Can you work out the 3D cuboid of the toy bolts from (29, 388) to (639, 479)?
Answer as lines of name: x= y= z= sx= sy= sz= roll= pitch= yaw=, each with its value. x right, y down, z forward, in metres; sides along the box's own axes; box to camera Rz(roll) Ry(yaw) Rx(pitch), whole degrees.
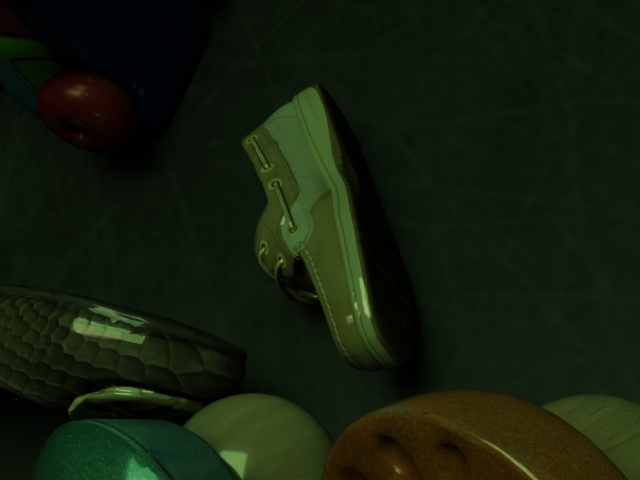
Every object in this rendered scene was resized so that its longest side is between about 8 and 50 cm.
toy bolts: x=-0.004 y=0.128 z=0.435 sx=0.229 sy=0.218 sz=0.158 roll=15 pitch=30 yaw=43

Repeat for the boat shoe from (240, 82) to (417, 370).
boat shoe: x=0.000 y=0.000 z=0.562 sx=0.045 sy=0.050 sz=0.135 roll=-27 pitch=40 yaw=11

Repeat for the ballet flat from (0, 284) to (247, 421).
ballet flat: x=-0.137 y=0.050 z=0.576 sx=0.250 sy=0.084 sz=0.058 roll=2 pitch=70 yaw=30

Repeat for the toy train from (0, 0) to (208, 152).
toy train: x=-0.162 y=-0.137 z=0.608 sx=0.143 sy=0.248 sz=0.105 roll=3 pitch=59 yaw=33
